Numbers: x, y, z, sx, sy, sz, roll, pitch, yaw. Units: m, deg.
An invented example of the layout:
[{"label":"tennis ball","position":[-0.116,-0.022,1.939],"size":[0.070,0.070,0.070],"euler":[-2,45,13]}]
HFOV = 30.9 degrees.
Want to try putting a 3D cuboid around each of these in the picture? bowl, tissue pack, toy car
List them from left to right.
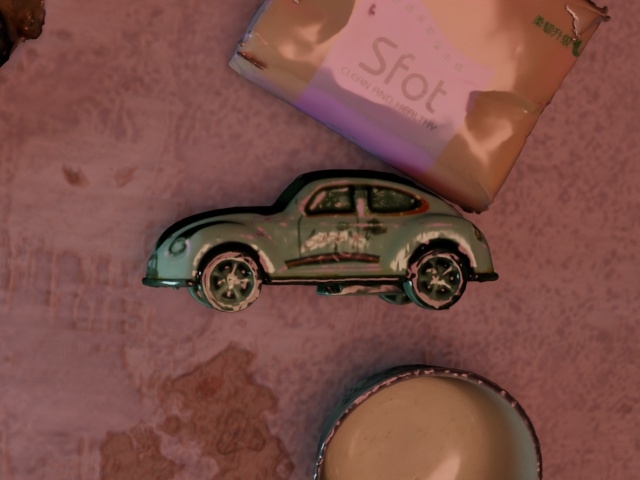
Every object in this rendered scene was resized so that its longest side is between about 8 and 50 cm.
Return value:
[{"label":"toy car","position":[0.000,0.000,1.008],"size":[0.306,0.136,0.125],"euler":[1,88,-11]},{"label":"bowl","position":[0.085,0.204,1.070],"size":[0.211,0.112,0.211],"euler":[-2,101,-12]},{"label":"tissue pack","position":[0.082,-0.176,1.001],"size":[0.257,0.123,0.215],"euler":[31,94,-8]}]

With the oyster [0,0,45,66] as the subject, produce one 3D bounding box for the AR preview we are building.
[{"label":"oyster","position":[-0.258,-0.310,0.923],"size":[0.221,0.096,0.361],"euler":[35,93,-22]}]
